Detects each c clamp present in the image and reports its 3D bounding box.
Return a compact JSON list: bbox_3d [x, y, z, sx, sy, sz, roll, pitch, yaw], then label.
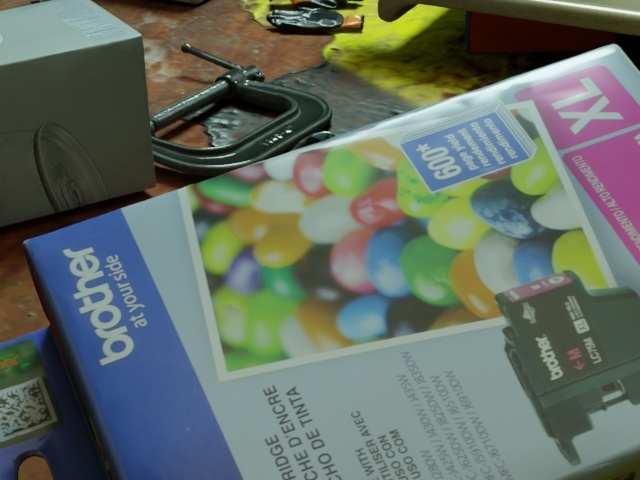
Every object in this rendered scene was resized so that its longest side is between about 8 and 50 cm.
[{"bbox_3d":[-0.068,-0.079,0.946,0.137,0.022,0.160,17,30,21],"label":"c clamp"}]

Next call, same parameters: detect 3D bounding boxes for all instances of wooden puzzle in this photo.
[{"bbox_3d":[0.258,-0.187,1.089,0.347,0.080,0.322,8,28,26],"label":"wooden puzzle"}]

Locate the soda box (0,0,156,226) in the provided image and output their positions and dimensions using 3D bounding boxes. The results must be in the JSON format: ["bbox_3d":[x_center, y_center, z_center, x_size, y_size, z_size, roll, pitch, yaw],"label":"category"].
[{"bbox_3d":[-0.237,-0.052,0.811,0.286,0.098,0.091,-16,30,-27],"label":"soda box"}]

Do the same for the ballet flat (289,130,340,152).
[{"bbox_3d":[0.000,0.000,0.741,0.070,0.070,0.188,-2,28,-2],"label":"ballet flat"}]

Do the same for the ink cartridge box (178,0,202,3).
[{"bbox_3d":[-0.162,-0.281,1.293,0.275,0.060,0.239,13,32,24],"label":"ink cartridge box"}]

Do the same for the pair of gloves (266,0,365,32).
[{"bbox_3d":[-0.003,-0.175,1.136,0.074,0.010,0.083,1,30,0],"label":"pair of gloves"}]

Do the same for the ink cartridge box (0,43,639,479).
[{"bbox_3d":[0.018,0.045,0.556,0.311,0.065,0.186,-21,51,-10],"label":"ink cartridge box"}]
